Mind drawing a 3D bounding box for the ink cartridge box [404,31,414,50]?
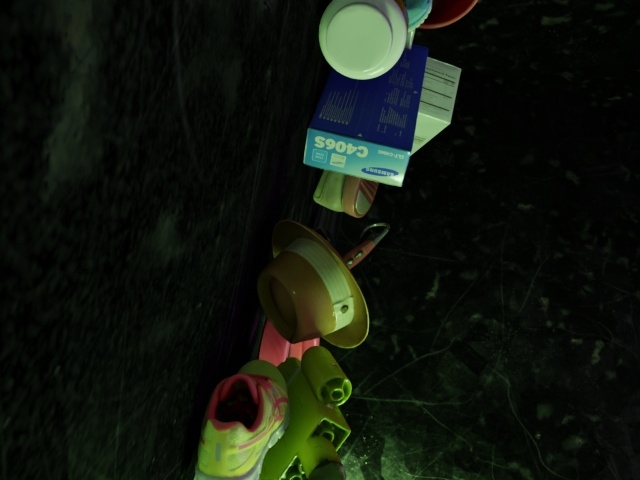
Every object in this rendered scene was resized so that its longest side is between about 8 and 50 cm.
[{"bbox_3d":[0.139,-0.544,1.069,0.309,0.130,0.272,99,3,-46],"label":"ink cartridge box"}]

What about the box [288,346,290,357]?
[{"bbox_3d":[-0.049,0.251,1.620,0.190,0.045,0.184,-70,175,-67],"label":"box"}]

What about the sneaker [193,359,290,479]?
[{"bbox_3d":[-0.077,0.175,0.655,0.208,0.081,0.094,-76,169,-71],"label":"sneaker"}]

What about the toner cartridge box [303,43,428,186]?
[{"bbox_3d":[0.088,-0.244,1.069,0.348,0.165,0.075,-73,174,-45],"label":"toner cartridge box"}]

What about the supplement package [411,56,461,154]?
[{"bbox_3d":[0.185,-0.333,1.498,0.262,0.204,0.145,145,-41,-73],"label":"supplement package"}]

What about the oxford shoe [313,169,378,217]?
[{"bbox_3d":[0.072,-0.227,1.271,0.123,0.130,0.348,31,75,-60],"label":"oxford shoe"}]

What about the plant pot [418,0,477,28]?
[{"bbox_3d":[0.249,-0.656,1.529,0.243,0.275,0.275,-106,-152,-76],"label":"plant pot"}]

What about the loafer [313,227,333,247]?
[{"bbox_3d":[0.000,0.000,1.393,0.170,0.062,0.061,-71,168,-70],"label":"loafer"}]

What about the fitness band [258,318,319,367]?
[{"bbox_3d":[-0.052,0.218,1.053,0.209,0.054,0.290,-50,145,-67],"label":"fitness band"}]

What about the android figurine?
[{"bbox_3d":[-0.051,0.246,0.759,0.248,0.056,0.273,-55,-159,5],"label":"android figurine"}]

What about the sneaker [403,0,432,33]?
[{"bbox_3d":[0.102,-0.369,0.985,0.073,0.162,0.063,58,16,-61],"label":"sneaker"}]

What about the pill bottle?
[{"bbox_3d":[0.063,-0.293,0.856,0.215,0.117,0.117,-70,172,-64],"label":"pill bottle"}]

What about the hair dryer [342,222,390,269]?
[{"bbox_3d":[0.039,0.052,1.382,0.223,0.080,0.293,-44,-173,29],"label":"hair dryer"}]

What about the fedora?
[{"bbox_3d":[-0.025,0.071,0.774,0.079,0.194,0.194,-33,152,-28],"label":"fedora"}]
